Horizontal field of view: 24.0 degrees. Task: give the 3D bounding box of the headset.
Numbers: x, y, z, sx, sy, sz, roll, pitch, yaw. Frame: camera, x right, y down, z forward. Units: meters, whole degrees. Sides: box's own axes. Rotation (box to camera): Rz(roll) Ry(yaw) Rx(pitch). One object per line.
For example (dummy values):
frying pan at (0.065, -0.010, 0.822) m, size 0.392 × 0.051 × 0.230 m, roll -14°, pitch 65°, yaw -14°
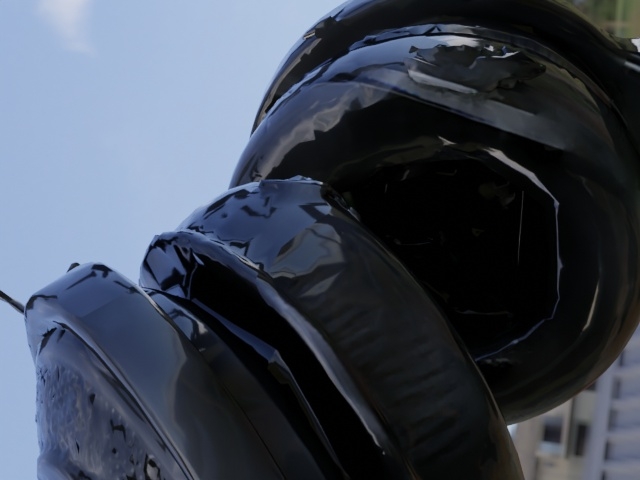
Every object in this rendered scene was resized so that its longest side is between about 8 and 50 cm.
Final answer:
headset at (0.000, 0.000, 0.401) m, size 0.243 × 0.394 × 0.185 m, roll -50°, pitch -52°, yaw -47°
